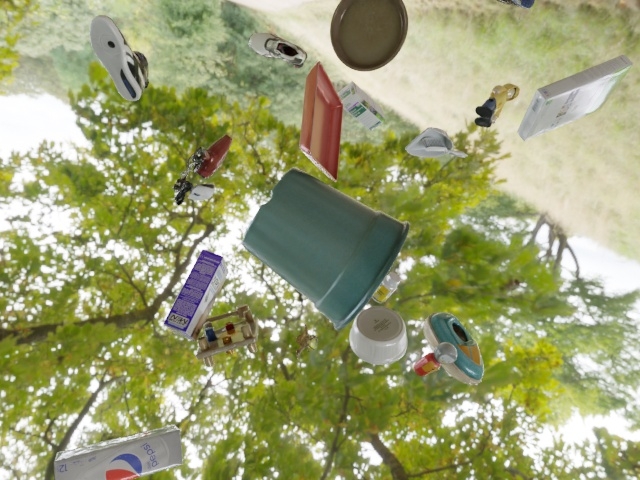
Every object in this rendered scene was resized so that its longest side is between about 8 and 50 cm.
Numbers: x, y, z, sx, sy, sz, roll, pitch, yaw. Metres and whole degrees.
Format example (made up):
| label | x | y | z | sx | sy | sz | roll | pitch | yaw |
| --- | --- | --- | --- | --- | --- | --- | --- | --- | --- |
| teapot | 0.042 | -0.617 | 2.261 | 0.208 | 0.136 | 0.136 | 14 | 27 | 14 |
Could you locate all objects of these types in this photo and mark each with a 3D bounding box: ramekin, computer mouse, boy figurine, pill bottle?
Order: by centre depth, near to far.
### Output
| label | x | y | z | sx | sy | sz | roll | pitch | yaw |
| --- | --- | --- | --- | --- | --- | --- | --- | --- | --- |
| computer mouse | -0.439 | -0.172 | 1.554 | 0.042 | 0.106 | 0.193 | 47 | -156 | 11 |
| boy figurine | 0.799 | -0.617 | 1.943 | 0.092 | 0.177 | 0.285 | 29 | -123 | 35 |
| ramekin | 0.267 | 0.419 | 1.966 | 0.273 | 0.127 | 0.273 | -1 | -143 | 1 |
| pill bottle | 0.375 | 0.268 | 2.469 | 0.103 | 0.184 | 0.103 | 22 | -144 | -17 |

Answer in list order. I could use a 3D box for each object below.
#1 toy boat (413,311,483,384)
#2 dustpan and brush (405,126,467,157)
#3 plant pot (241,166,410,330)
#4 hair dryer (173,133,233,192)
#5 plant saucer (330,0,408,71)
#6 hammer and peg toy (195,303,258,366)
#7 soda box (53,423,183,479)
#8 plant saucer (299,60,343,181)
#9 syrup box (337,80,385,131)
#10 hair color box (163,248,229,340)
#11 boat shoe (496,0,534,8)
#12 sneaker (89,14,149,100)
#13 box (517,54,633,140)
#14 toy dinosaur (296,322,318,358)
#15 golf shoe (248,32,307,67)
| label | x | y | z | sx | sy | sz | roll | pitch | yaw |
| --- | --- | --- | --- | --- | --- | --- | --- | --- | --- |
| toy boat | 0.431 | 0.358 | 1.411 | 0.318 | 0.148 | 0.267 | -6 | -123 | -52 |
| dustpan and brush | 0.419 | -0.319 | 1.477 | 0.211 | 0.060 | 0.147 | -2 | 161 | -26 |
| plant pot | 0.000 | 0.000 | 1.129 | 0.334 | 0.341 | 0.341 | 35 | -167 | -1 |
| hair dryer | -0.410 | -0.296 | 1.582 | 0.080 | 0.223 | 0.293 | 40 | -133 | -12 |
| plant saucer | 0.167 | -0.729 | 1.486 | 0.278 | 0.278 | 0.041 | 16 | -161 | 19 |
| hammer and peg toy | -0.401 | 0.407 | 1.882 | 0.266 | 0.127 | 0.361 | -16 | -170 | -5 |
| soda box | -0.504 | 0.552 | 1.086 | 0.286 | 0.091 | 0.098 | -3 | 169 | -29 |
| plant saucer | 0.003 | -0.325 | 1.226 | 0.048 | 0.259 | 0.258 | 3 | 172 | 18 |
| syrup box | 0.192 | -0.621 | 2.000 | 0.237 | 0.093 | 0.096 | 26 | -135 | -41 |
| hair color box | -0.503 | 0.228 | 1.779 | 0.110 | 0.339 | 0.185 | 21 | 157 | 5 |
| boat shoe | 0.502 | -0.669 | 1.147 | 0.183 | 0.066 | 0.066 | 5 | -166 | -34 |
| sneaker | -0.512 | -0.487 | 1.111 | 0.079 | 0.217 | 0.121 | 2 | -130 | 4 |
| box | 0.876 | -0.491 | 1.503 | 0.322 | 0.058 | 0.232 | -21 | 157 | -2 |
| toy dinosaur | -0.060 | 0.432 | 1.900 | 0.093 | 0.053 | 0.183 | 5 | -133 | 10 |
| golf shoe | -0.188 | -0.844 | 1.864 | 0.273 | 0.105 | 0.120 | 20 | -170 | 3 |
